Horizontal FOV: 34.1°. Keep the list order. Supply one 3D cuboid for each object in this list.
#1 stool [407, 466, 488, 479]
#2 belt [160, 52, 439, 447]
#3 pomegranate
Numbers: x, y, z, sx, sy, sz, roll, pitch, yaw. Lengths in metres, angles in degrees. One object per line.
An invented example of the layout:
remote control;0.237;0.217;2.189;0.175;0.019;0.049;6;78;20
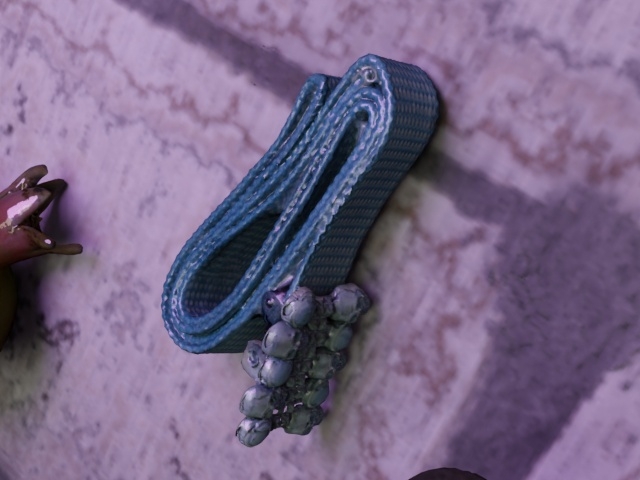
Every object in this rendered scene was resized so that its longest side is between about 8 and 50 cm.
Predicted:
stool;0.028;0.229;0.359;0.272;0.178;0.272;-2;63;4
belt;-0.003;0.000;0.489;0.100;0.065;0.179;49;118;28
pomegranate;-0.215;0.023;0.599;0.159;0.129;0.130;-7;92;-12
